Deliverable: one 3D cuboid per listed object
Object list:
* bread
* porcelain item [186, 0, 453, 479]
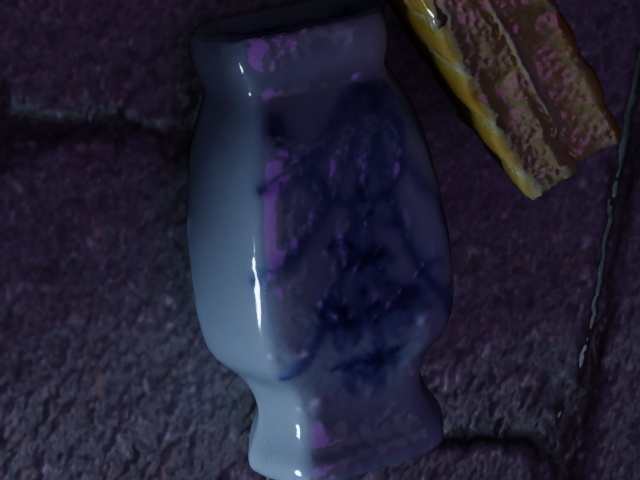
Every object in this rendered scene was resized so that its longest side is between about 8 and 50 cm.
[{"bbox_3d":[0.134,-0.191,1.427,0.111,0.246,0.239,-32,115,2],"label":"bread"},{"bbox_3d":[0.000,0.000,1.454,0.242,0.178,0.405,-15,110,-18],"label":"porcelain item"}]
